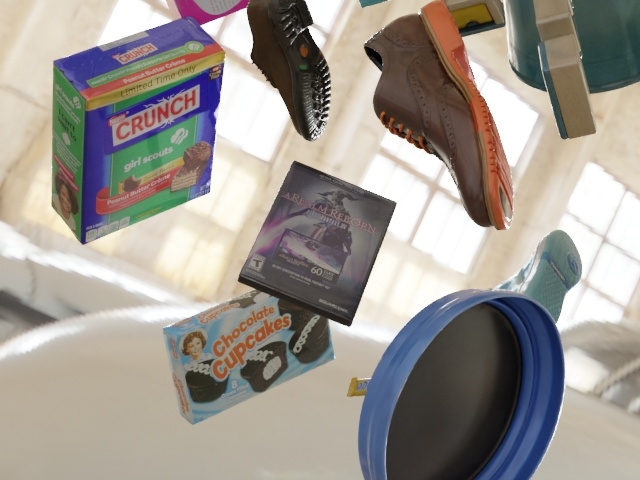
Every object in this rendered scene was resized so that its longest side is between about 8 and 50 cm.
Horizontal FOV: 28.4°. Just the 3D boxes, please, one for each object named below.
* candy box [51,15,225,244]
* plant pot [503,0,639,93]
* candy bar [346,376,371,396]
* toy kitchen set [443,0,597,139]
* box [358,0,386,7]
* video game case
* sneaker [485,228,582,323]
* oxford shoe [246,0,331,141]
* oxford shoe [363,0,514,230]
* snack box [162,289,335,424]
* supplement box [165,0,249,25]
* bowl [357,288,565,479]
[{"bbox_3d":[-0.303,-0.180,2.085,0.122,0.268,0.317,44,-38,30],"label":"candy box"},{"bbox_3d":[0.389,-0.395,1.856,0.272,0.272,0.255,22,-37,42],"label":"plant pot"},{"bbox_3d":[0.110,0.265,2.321,0.018,0.040,0.161,35,-29,-32],"label":"candy bar"},{"bbox_3d":[0.233,-0.223,1.542,0.166,0.207,0.122,-12,-42,15],"label":"toy kitchen set"},{"bbox_3d":[0.103,-0.463,2.081,0.060,0.100,0.244,-15,19,21],"label":"box"},{"bbox_3d":[0.000,0.000,2.090,0.196,0.274,0.026,22,-39,1],"label":"video game case"},{"bbox_3d":[0.401,0.100,2.573,0.208,0.319,0.127,-26,-77,37],"label":"sneaker"},{"bbox_3d":[-0.047,-0.248,1.804,0.096,0.227,0.083,4,29,38],"label":"oxford shoe"},{"bbox_3d":[0.106,-0.104,1.151,0.097,0.098,0.271,62,10,-46],"label":"oxford shoe"},{"bbox_3d":[-0.129,0.193,2.356,0.322,0.187,0.060,-23,27,-28],"label":"snack box"},{"bbox_3d":[-0.162,-0.454,2.217,0.114,0.220,0.111,-159,-133,-74],"label":"supplement box"},{"bbox_3d":[0.213,0.254,1.896,0.077,0.391,0.391,22,-4,46],"label":"bowl"}]
